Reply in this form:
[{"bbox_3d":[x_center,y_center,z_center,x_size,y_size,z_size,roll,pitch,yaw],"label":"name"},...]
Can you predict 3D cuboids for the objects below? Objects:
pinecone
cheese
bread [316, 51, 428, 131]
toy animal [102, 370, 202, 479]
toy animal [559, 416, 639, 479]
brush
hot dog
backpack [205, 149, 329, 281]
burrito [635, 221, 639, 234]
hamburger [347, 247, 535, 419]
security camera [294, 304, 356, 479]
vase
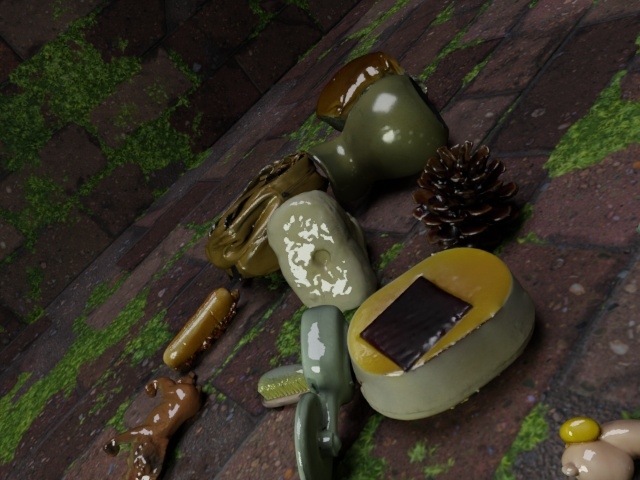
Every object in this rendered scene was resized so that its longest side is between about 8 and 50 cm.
[{"bbox_3d":[0.266,-0.088,1.160,0.208,0.207,0.207,-30,27,17],"label":"pinecone"},{"bbox_3d":[-0.002,0.000,1.314,0.174,0.247,0.251,-28,22,19],"label":"cheese"},{"bbox_3d":[0.135,-0.408,1.794,0.279,0.225,0.250,-43,25,1],"label":"bread"},{"bbox_3d":[-0.327,0.387,1.293,0.158,0.097,0.312,2,44,37],"label":"toy animal"},{"bbox_3d":[0.324,0.246,0.694,0.115,0.091,0.081,-1,55,8],"label":"toy animal"},{"bbox_3d":[0.007,0.239,1.115,0.313,0.067,0.072,-20,31,29],"label":"brush"},{"bbox_3d":[-0.276,0.212,1.496,0.076,0.102,0.249,32,70,19],"label":"hot dog"},{"bbox_3d":[-0.122,-0.059,1.564,0.378,0.201,0.353,-47,13,-7],"label":"backpack"},{"bbox_3d":[0.507,0.018,0.800,0.144,0.089,0.228,-39,21,33],"label":"burrito"},{"bbox_3d":[0.183,0.144,0.948,0.295,0.151,0.227,-30,33,-3],"label":"hamburger"},{"bbox_3d":[0.013,0.248,0.967,0.080,0.157,0.301,-7,50,12],"label":"security camera"},{"bbox_3d":[0.158,-0.245,1.549,0.302,0.240,0.329,-37,-6,19],"label":"vase"}]
